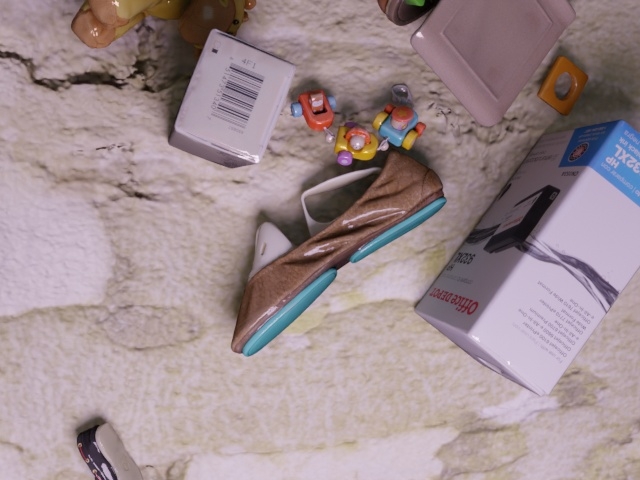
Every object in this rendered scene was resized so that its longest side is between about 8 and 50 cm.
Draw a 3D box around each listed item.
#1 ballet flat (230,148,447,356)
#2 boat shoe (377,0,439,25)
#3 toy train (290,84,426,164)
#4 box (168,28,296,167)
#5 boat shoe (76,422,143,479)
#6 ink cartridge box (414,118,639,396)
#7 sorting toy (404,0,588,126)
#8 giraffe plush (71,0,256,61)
[{"bbox_3d":[0.000,0.000,1.065,0.342,0.116,0.124,-38,79,-7],"label":"ballet flat"},{"bbox_3d":[0.157,-0.422,1.075,0.104,0.111,0.307,38,95,21],"label":"boat shoe"},{"bbox_3d":[0.053,-0.162,1.066,0.166,0.046,0.125,-11,64,-14],"label":"toy train"},{"bbox_3d":[-0.108,-0.147,0.943,0.094,0.275,0.113,21,90,-12],"label":"box"},{"bbox_3d":[-0.260,0.292,1.059,0.042,0.049,0.133,-20,105,19],"label":"boat shoe"},{"bbox_3d":[0.280,0.016,1.052,0.129,0.223,0.307,37,86,-10],"label":"ink cartridge box"},{"bbox_3d":[0.219,-0.273,1.081,0.348,0.047,0.196,41,86,-33],"label":"sorting toy"},{"bbox_3d":[-0.167,-0.291,1.001,0.171,0.181,0.210,33,52,-21],"label":"giraffe plush"}]
